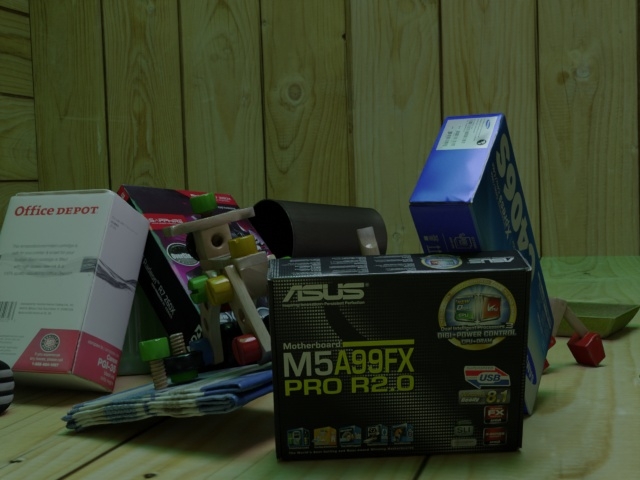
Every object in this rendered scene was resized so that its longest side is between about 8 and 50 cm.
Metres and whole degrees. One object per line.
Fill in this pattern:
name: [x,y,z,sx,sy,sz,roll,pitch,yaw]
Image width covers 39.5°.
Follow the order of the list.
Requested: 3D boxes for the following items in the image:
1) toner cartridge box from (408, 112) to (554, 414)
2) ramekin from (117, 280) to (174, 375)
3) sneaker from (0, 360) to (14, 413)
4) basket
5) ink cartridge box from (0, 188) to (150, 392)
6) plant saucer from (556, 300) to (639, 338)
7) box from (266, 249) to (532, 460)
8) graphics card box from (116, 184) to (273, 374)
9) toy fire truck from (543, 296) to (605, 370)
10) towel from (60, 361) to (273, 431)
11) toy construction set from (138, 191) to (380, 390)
toner cartridge box: [0.205,0.036,1.077,0.075,0.348,0.165,1,43,29]
ramekin: [-0.337,0.136,1.582,0.303,0.148,0.303,-2,4,0]
sneaker: [-0.566,0.203,1.174,0.162,0.107,0.281,-6,-10,44]
basket: [0.000,0.000,1.687,0.226,0.154,0.204,0,4,-30]
ink cartridge box: [-0.395,0.076,1.359,0.207,0.283,0.117,-1,-23,23]
plant saucer: [0.494,0.152,1.703,0.188,0.045,0.188,0,4,34]
box: [0.081,0.123,0.951,0.269,0.216,0.060,-2,20,-2]
graphics card box: [-0.180,0.056,1.474,0.232,0.094,0.371,4,38,-41]
toy fire truck: [0.344,0.132,1.362,0.135,0.192,0.047,-34,15,-20]
towel: [-0.154,0.190,1.118,0.284,0.034,0.209,-13,-3,31]
toy construction set: [-0.075,0.036,1.169,0.308,0.237,0.257,-12,-3,1]
